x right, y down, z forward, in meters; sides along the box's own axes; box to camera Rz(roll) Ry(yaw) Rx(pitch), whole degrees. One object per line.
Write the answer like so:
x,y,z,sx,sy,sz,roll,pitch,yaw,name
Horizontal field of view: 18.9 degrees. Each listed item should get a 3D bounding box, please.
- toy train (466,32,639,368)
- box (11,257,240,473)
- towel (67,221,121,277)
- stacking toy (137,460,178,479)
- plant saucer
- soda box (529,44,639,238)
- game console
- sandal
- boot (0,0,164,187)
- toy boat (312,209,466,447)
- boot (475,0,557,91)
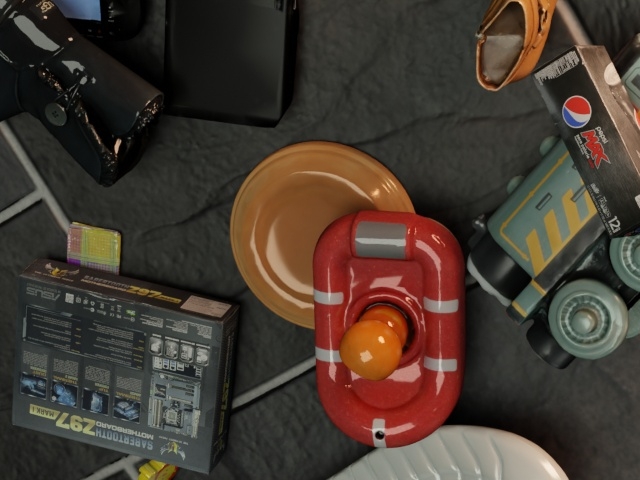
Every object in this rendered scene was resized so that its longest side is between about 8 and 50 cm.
0.281,-0.036,1.795,0.190,0.142,0.334,46,116,13,toy train
-0.208,0.132,2.029,0.232,0.059,0.183,12,114,14,box
-0.240,0.024,2.037,0.060,0.009,0.083,8,110,14,towel
-0.159,0.360,2.078,0.167,0.052,0.221,42,123,25,stacking toy
0.000,0.000,1.940,0.200,0.037,0.200,5,108,17,plant saucer
0.253,-0.088,1.699,0.053,0.060,0.169,-31,76,33,soda box
-0.195,-0.235,1.925,0.361,0.044,0.213,8,109,16,game console
0.089,0.285,1.975,0.416,0.102,0.169,-21,85,35,sandal
-0.285,-0.123,1.941,0.207,0.094,0.246,44,127,2,boot
0.058,0.093,1.849,0.151,0.151,0.231,3,107,15,toy boat
0.187,-0.234,1.744,0.073,0.152,0.197,11,109,14,boot
